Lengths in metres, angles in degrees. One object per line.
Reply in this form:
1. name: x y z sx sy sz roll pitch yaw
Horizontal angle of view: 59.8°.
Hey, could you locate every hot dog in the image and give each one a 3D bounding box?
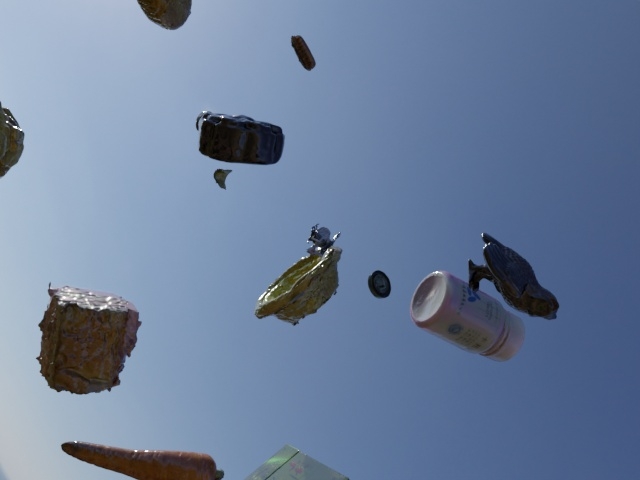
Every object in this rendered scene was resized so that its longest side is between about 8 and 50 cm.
1. hot dog: -0.053 -0.549 1.632 0.049 0.037 0.122 0 -38 37

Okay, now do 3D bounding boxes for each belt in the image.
1. belt: -0.429 -0.438 2.053 0.036 0.059 0.083 20 -91 47

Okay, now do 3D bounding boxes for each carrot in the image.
1. carrot: -0.275 0.347 0.867 0.257 0.061 0.061 16 -36 -12

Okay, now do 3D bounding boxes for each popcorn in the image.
1. popcorn: -0.841 -0.265 1.321 0.332 0.225 0.265 4 -44 55

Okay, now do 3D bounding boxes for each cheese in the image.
1. cheese: -0.373 -0.234 2.104 0.041 0.060 0.084 23 -72 35

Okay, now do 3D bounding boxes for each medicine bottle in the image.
1. medicine bottle: 0.352 0.186 1.326 0.255 0.152 0.152 28 -30 -19

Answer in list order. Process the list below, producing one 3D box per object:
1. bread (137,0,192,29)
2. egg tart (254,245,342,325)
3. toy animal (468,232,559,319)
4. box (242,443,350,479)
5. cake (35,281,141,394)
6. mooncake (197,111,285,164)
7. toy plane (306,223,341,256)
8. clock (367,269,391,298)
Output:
1. bread: -0.496 -0.794 1.763 0.139 0.240 0.240 11 -49 6
2. egg tart: -0.049 0.151 1.758 0.132 0.345 0.345 50 -34 -8
3. toy animal: 0.362 0.067 1.027 0.179 0.116 0.218 25 -9 29
4. box: -0.069 0.571 1.275 0.311 0.173 0.043 -9 -69 61
5. cake: -0.809 0.338 1.934 0.307 0.293 0.314 15 -89 55
6. mooncake: -0.251 -0.329 1.770 0.283 0.283 0.141 24 -69 40
7. toy plane: -0.001 0.000 1.673 0.078 0.197 0.053 24 -66 9
8. clock: 0.171 0.128 1.612 0.017 0.085 0.085 -27 -87 44
